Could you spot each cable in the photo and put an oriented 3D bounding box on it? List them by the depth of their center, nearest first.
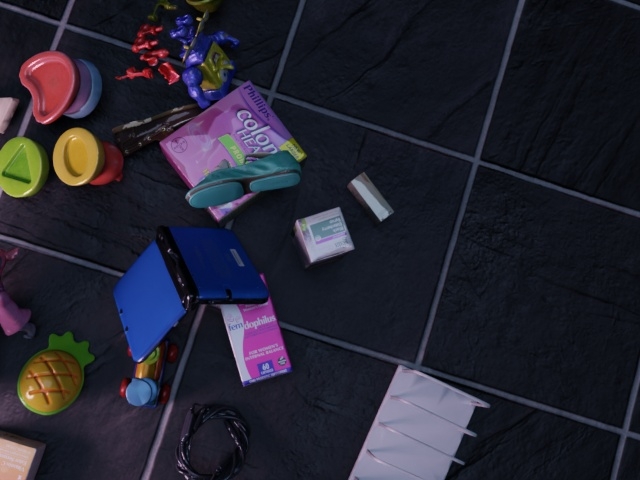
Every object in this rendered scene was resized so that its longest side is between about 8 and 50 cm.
[{"bbox_3d":[-0.227,0.439,1.765,0.151,0.047,0.184,20,55,-16],"label":"cable"}]

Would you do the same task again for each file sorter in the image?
[{"bbox_3d":[0.211,0.431,1.765,0.193,0.173,0.277,25,81,-1],"label":"file sorter"}]

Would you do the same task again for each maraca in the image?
[{"bbox_3d":[-0.554,0.278,1.750,0.127,0.099,0.185,33,55,-11],"label":"maraca"}]

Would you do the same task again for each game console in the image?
[{"bbox_3d":[-0.276,0.107,1.734,0.250,0.293,0.173,2,118,-25],"label":"game console"}]

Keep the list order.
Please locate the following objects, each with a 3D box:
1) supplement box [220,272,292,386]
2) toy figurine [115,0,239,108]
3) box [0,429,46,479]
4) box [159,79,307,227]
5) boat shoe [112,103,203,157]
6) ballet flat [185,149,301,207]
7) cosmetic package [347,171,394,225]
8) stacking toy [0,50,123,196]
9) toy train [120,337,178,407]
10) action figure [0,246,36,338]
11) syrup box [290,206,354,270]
[{"bbox_3d":[-0.144,0.191,1.793,0.111,0.114,0.220,-17,83,-6],"label":"supplement box"},{"bbox_3d":[-0.273,-0.408,1.859,0.191,0.217,0.362,-11,46,26],"label":"toy figurine"},{"bbox_3d":[-0.662,0.486,1.711,0.130,0.091,0.170,17,81,-3],"label":"box"},{"bbox_3d":[-0.189,-0.187,1.835,0.243,0.117,0.213,-36,87,-10],"label":"box"},{"bbox_3d":[-0.354,-0.244,1.852,0.207,0.073,0.073,-20,89,0],"label":"boat shoe"},{"bbox_3d":[-0.164,-0.135,1.741,0.247,0.083,0.087,-14,60,-7],"label":"ballet flat"},{"bbox_3d":[0.113,-0.094,1.882,0.041,0.060,0.115,-36,89,-10],"label":"cosmetic package"},{"bbox_3d":[-0.573,-0.236,1.824,0.279,0.130,0.309,-20,80,24],"label":"stacking toy"},{"bbox_3d":[-0.355,0.227,1.749,0.105,0.143,0.248,10,82,-5],"label":"toy train"},{"bbox_3d":[-0.731,0.155,1.671,0.248,0.276,0.370,26,94,4],"label":"action figure"},{"bbox_3d":[0.000,0.000,1.768,0.093,0.237,0.096,-19,85,-7],"label":"syrup box"}]
